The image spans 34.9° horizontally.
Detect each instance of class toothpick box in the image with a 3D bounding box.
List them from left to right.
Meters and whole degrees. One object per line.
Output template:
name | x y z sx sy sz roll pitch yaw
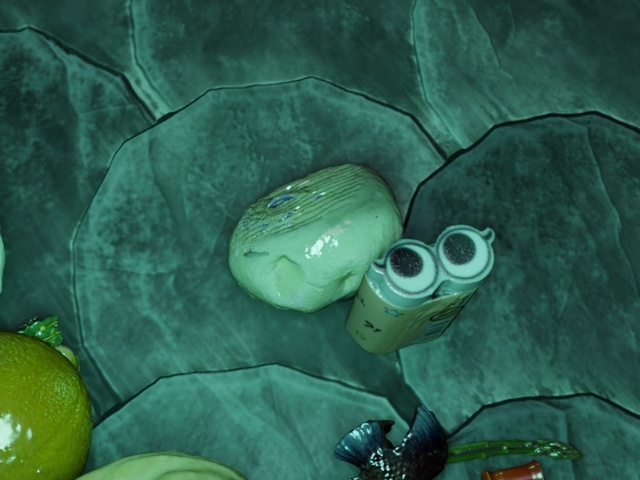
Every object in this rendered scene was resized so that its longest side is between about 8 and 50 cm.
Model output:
toothpick box | 0.272 0.343 1.452 0.083 0.047 0.047 -8 71 -7

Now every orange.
orange | -0.424 0.246 1.308 0.274 0.274 0.274 2 70 -5

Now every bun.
bun | -0.004 0.000 1.469 0.273 0.273 0.168 -32 115 -15

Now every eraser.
eraser | 0.135 0.075 1.405 0.171 0.290 0.087 -17 73 -11

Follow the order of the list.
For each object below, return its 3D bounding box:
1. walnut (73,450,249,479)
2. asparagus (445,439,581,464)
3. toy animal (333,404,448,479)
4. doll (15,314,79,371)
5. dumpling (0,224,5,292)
walnut | -0.202 0.431 1.217 0.381 0.381 0.381 2 70 -5
asparagus | 0.263 0.306 1.474 0.236 0.027 0.034 -2 75 -6
toy animal | 0.097 0.337 1.397 0.218 0.116 0.179 -38 76 -5
doll | -0.389 0.160 1.460 0.078 0.076 0.113 -28 105 11
dumpling | -0.572 0.055 1.441 0.243 0.187 0.318 -3 55 36
